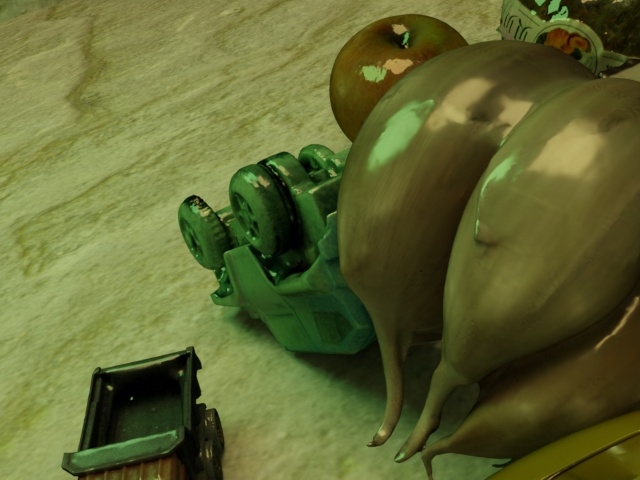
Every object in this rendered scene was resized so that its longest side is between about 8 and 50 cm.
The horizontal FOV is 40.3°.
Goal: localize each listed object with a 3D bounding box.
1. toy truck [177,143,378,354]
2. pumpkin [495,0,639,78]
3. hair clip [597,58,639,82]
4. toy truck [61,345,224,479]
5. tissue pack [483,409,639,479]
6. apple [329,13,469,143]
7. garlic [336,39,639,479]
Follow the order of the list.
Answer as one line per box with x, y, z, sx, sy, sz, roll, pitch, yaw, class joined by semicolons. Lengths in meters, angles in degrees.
0.000;0.000;0.700;0.155;0.156;0.279;-26;4;-23;toy truck
0.335;-0.244;1.014;0.260;0.189;0.260;7;47;-8;pumpkin
0.386;-0.076;0.773;0.085;0.101;0.331;-19;31;-18;hair clip
-0.113;0.148;0.572;0.083;0.092;0.192;-12;29;0;toy truck
0.133;0.159;0.413;0.178;0.127;0.123;-21;27;-16;tissue pack
0.098;-0.171;1.007;0.182;0.155;0.182;-4;42;3;apple
0.134;0.005;0.535;0.292;0.237;0.210;-30;33;-22;garlic
